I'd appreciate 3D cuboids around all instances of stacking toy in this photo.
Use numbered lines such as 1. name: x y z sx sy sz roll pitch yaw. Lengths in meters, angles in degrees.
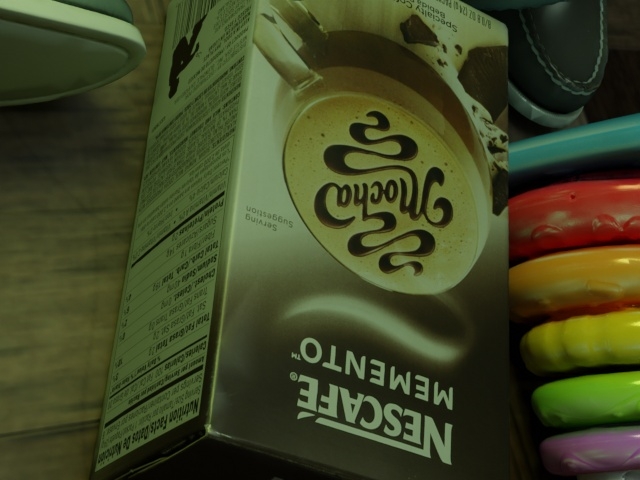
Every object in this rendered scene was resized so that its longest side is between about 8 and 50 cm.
1. stacking toy: 0.182 0.087 0.775 0.175 0.166 0.302 9 74 -48

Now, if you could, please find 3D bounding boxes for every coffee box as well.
1. coffee box: 0.000 0.000 0.687 0.168 0.119 0.297 21 56 -28

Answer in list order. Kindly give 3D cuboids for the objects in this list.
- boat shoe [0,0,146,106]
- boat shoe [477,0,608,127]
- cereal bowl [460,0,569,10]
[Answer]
1. boat shoe: -0.228 -0.129 0.589 0.319 0.116 0.099 4 69 -30
2. boat shoe: 0.153 -0.227 0.934 0.109 0.091 0.305 11 61 -32
3. cereal bowl: 0.129 -0.282 0.827 0.141 0.339 0.339 47 35 -59
